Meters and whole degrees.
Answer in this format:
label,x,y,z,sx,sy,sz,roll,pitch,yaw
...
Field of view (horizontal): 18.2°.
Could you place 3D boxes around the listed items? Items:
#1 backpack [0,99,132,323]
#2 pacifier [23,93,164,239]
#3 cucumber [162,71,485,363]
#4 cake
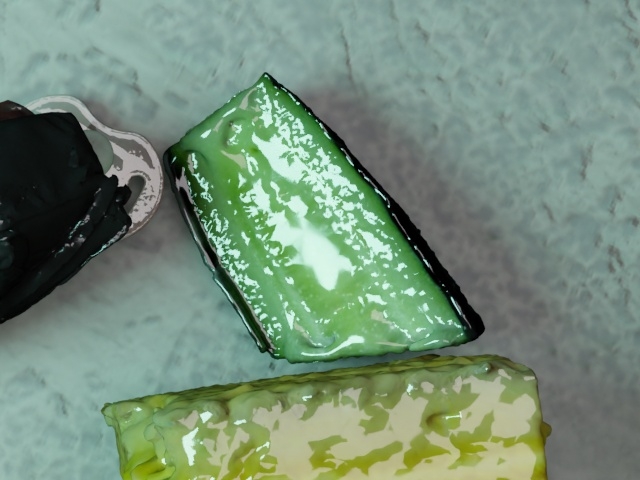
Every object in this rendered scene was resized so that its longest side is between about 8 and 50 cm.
label,x,y,z,sx,sy,sz,roll,pitch,yaw
backpack,-0.196,-0.004,1.075,0.120,0.165,0.106,-23,82,-55
pacifier,-0.136,-0.039,1.128,0.099,0.078,0.081,29,75,-8
cucumber,0.000,0.000,1.152,0.115,0.086,0.193,-37,90,21
cake,0.009,0.213,1.068,0.227,0.222,0.286,-8,87,-9
